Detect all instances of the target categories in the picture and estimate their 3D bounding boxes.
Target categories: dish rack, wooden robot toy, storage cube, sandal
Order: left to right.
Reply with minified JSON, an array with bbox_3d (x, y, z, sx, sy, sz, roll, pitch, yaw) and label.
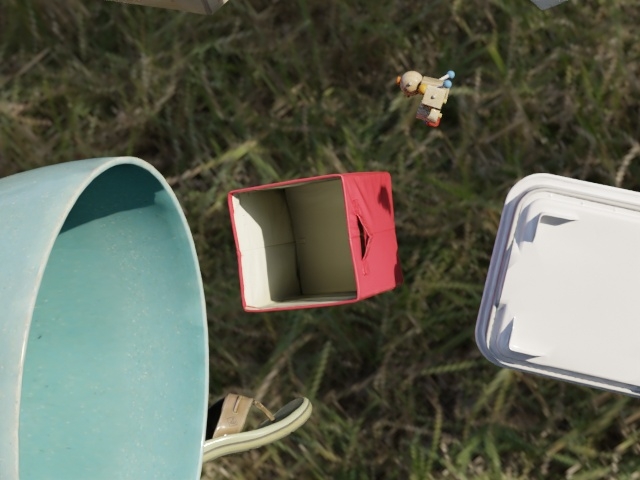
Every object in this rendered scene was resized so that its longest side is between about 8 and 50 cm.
[{"bbox_3d":[-0.138,0.263,1.634,0.302,0.086,0.120,-11,-11,-36],"label":"sandal"},{"bbox_3d":[0.000,0.000,1.727,0.214,0.184,0.193,-7,1,24],"label":"storage cube"},{"bbox_3d":[0.144,-0.211,1.672,0.173,0.079,0.076,-59,-13,-71],"label":"wooden robot toy"},{"bbox_3d":[0.393,0.075,1.565,0.332,0.286,0.072,12,14,5],"label":"dish rack"}]

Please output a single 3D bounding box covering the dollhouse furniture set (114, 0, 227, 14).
[{"bbox_3d":[-0.233,-0.476,1.305,0.256,0.394,0.362,15,52,37],"label":"dollhouse furniture set"}]

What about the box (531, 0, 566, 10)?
[{"bbox_3d":[0.156,-0.271,0.872,0.091,0.170,0.130,-53,11,-6],"label":"box"}]

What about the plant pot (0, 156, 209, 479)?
[{"bbox_3d":[-0.205,0.096,0.711,0.195,0.290,0.290,0,45,13],"label":"plant pot"}]
